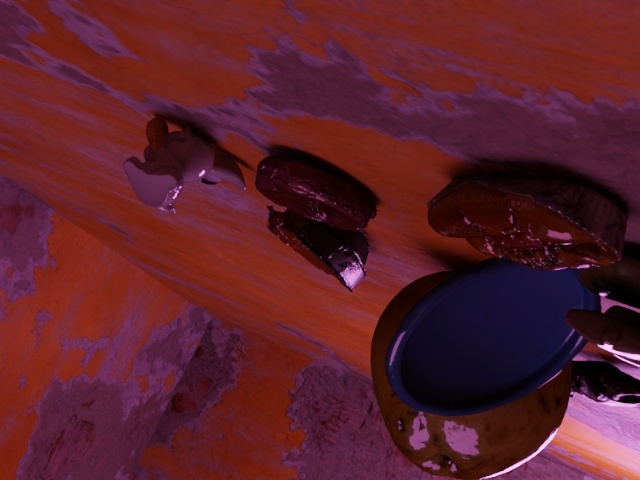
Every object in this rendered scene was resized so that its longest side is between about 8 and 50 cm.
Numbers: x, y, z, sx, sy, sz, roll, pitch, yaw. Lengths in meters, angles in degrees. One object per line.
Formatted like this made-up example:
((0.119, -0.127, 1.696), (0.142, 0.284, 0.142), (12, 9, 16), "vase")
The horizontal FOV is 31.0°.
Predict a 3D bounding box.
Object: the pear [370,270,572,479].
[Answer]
((0.220, 0.203, 1.692), (0.304, 0.304, 0.304), (25, 169, 5), "pear")

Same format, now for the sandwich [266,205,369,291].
((0.012, 0.002, 1.809), (0.159, 0.079, 0.235), (30, 171, 45), "sandwich")

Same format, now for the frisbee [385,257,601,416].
((0.212, 0.111, 1.443), (0.289, 0.289, 0.049), (37, -160, -43), "frisbee")

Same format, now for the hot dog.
((0.210, -0.021, 1.228), (0.144, 0.075, 0.268), (28, 172, -23), "hot dog")

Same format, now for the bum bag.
((0.448, 0.227, 1.843), (0.102, 0.069, 0.248), (34, 165, -30), "bum bag")

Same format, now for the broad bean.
((0.386, 0.062, 1.268), (0.153, 0.072, 0.206), (37, 175, -40), "broad bean")

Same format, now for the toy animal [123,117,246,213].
((-0.200, -0.109, 1.685), (0.131, 0.181, 0.127), (16, 124, 30), "toy animal")

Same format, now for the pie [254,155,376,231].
((-0.007, -0.066, 1.580), (0.182, 0.049, 0.182), (20, 170, 4), "pie")

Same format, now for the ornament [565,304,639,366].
((0.383, 0.120, 1.336), (0.230, 0.061, 0.245), (21, -176, 0), "ornament")
